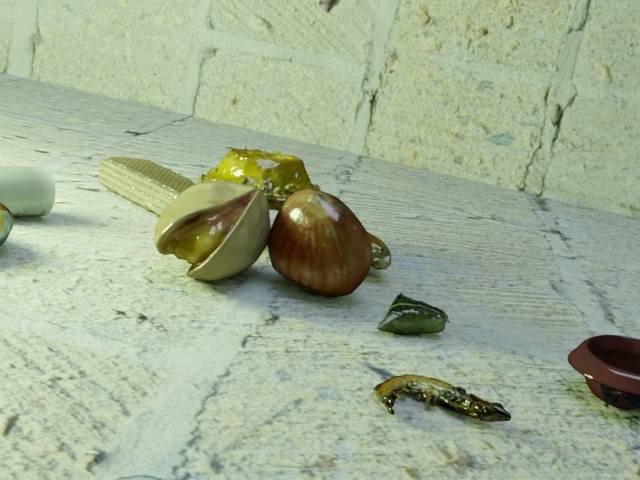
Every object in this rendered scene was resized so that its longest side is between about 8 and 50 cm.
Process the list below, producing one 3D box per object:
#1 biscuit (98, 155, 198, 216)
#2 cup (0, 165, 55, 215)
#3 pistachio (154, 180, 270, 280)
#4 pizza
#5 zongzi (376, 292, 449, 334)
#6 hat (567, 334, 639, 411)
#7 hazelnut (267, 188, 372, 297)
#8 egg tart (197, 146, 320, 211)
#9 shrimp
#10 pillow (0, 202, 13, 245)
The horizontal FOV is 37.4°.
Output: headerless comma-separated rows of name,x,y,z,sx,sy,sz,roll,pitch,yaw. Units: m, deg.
biscuit,-0.331,-0.100,2.132,0.144,0.078,0.426,-2,21,-46
cup,-0.609,-0.085,1.861,0.133,0.136,0.099,-4,55,-45
pistachio,-0.189,-0.024,1.753,0.187,0.188,0.299,15,16,9
pizza,0.036,-0.003,2.054,0.268,0.087,0.258,15,13,8
zongzi,0.165,0.148,1.663,0.109,0.055,0.119,18,27,14
hat,0.504,0.227,1.561,0.205,0.089,0.205,7,18,-2
hazelnut,0.000,0.000,1.772,0.214,0.214,0.176,20,43,29
egg tart,-0.122,-0.132,2.018,0.294,0.116,0.295,10,9,-2
shrimp,0.163,0.233,1.352,0.195,0.035,0.148,16,11,41
pillow,-0.649,-0.029,1.621,0.233,0.086,0.214,21,27,23
